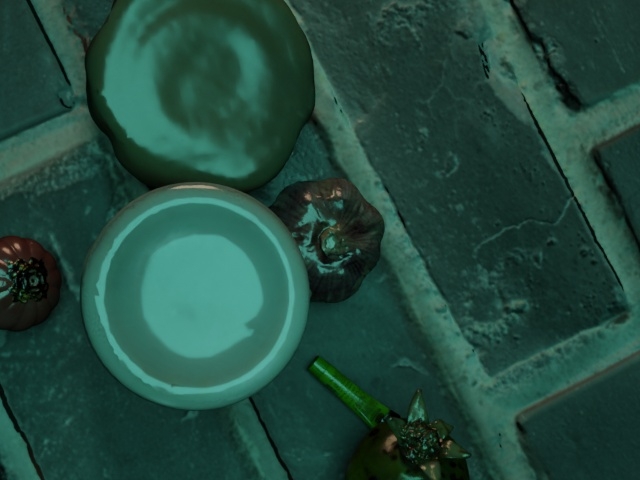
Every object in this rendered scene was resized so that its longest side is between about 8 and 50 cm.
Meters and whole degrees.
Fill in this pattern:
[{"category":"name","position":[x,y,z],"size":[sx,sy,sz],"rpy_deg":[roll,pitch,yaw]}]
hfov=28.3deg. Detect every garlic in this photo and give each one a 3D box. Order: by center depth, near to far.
[{"category":"garlic","position":[0.000,0.000,1.461],"size":[0.159,0.102,0.147],"rpy_deg":[-29,87,-11]}]

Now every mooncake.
[{"category":"mooncake","position":[-0.137,-0.179,1.448],"size":[0.274,0.135,0.275],"rpy_deg":[1,85,-12]}]

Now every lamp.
[{"category":"lamp","position":[-0.340,0.048,1.409],"size":[0.107,0.092,0.108],"rpy_deg":[5,83,-40]}]

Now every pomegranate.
[{"category":"pomegranate","position":[0.106,0.256,1.416],"size":[0.148,0.169,0.148],"rpy_deg":[17,45,-18]}]

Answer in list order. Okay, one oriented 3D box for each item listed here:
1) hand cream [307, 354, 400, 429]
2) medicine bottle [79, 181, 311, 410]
[{"category":"hand cream","position":[0.037,0.181,1.485],"size":[0.122,0.023,0.036],"rpy_deg":[40,79,-3]},{"category":"medicine bottle","position":[-0.136,0.065,1.297],"size":[0.211,0.371,0.211],"rpy_deg":[1,84,-9]}]
